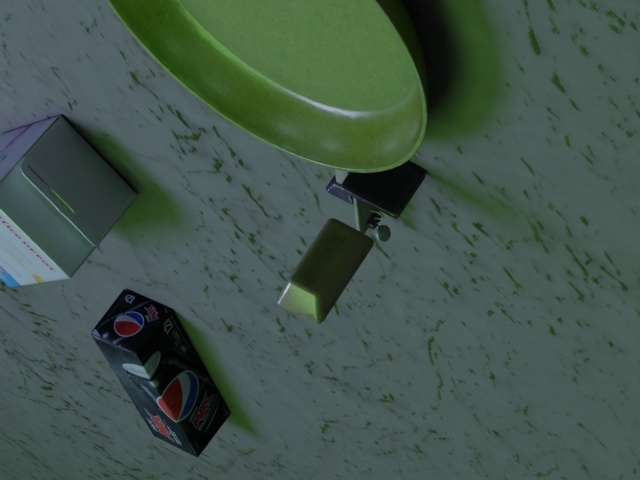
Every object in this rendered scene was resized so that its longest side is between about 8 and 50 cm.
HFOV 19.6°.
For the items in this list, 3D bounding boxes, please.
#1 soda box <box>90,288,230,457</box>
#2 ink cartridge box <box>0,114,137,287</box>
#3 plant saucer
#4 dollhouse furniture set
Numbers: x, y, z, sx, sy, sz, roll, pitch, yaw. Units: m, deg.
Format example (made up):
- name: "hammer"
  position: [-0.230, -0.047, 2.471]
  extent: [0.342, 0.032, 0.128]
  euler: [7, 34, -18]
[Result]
- name: "soda box"
  position: [-0.139, 0.119, 1.637]
  extent: [0.060, 0.053, 0.169]
  euler: [22, 153, 33]
- name: "ink cartridge box"
  position: [-0.218, -0.029, 1.428]
  extent: [0.092, 0.090, 0.143]
  euler: [46, 154, -20]
- name: "plant saucer"
  position: [-0.033, -0.134, 1.041]
  extent: [0.241, 0.037, 0.241]
  euler: [30, 155, 16]
- name: "dollhouse furniture set"
  position: [0.000, 0.000, 1.148]
  extent: [0.091, 0.114, 0.081]
  euler: [27, 159, 17]
